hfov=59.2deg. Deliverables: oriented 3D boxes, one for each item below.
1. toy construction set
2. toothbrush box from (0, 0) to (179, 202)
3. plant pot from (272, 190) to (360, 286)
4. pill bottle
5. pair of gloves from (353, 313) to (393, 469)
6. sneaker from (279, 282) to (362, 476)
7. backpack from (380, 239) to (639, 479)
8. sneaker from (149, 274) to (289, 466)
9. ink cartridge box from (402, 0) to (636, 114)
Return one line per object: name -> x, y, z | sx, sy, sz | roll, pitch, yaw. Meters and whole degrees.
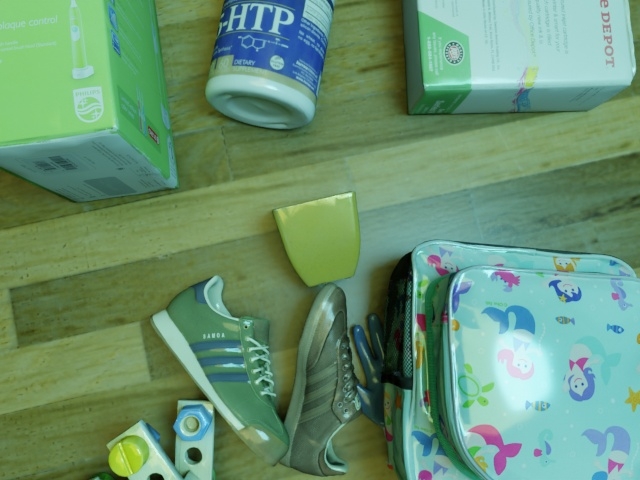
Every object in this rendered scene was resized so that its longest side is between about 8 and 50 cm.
toy construction set -> -0.140, 0.327, 0.493 | 0.214, 0.151, 0.328 | -24, 74, -2
toothbrush box -> -0.224, -0.196, 0.516 | 0.122, 0.206, 0.284 | -7, 84, -3
plant pot -> 0.000, 0.000, 0.567 | 0.081, 0.081, 0.083 | -14, 94, -4
pill bottle -> -0.045, -0.219, 0.572 | 0.111, 0.112, 0.187 | 10, 83, -1
pair of gloves -> 0.119, 0.144, 0.582 | 0.198, 0.023, 0.160 | -11, 82, -4
sneaker -> 0.012, 0.136, 0.547 | 0.071, 0.066, 0.189 | 14, 100, 11
backpack -> 0.168, 0.132, 0.489 | 0.224, 0.191, 0.254 | 6, 86, -4
sneaker -> -0.078, 0.111, 0.538 | 0.086, 0.064, 0.192 | -43, 66, -9
ink cartridge box -> 0.199, -0.220, 0.593 | 0.212, 0.093, 0.155 | -3, 84, -1
